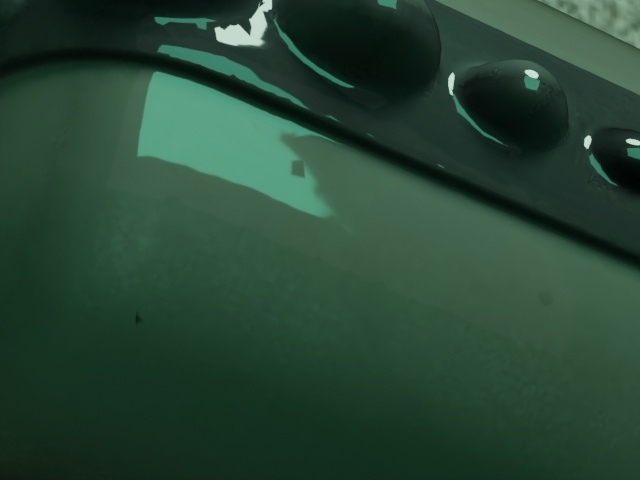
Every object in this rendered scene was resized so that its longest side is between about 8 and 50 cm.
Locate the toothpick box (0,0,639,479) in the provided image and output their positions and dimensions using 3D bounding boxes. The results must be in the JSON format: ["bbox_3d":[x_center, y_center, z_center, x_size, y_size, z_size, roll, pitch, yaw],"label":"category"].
[{"bbox_3d":[0.000,0.000,0.566,0.316,0.229,0.229,23,61,-21],"label":"toothpick box"}]
